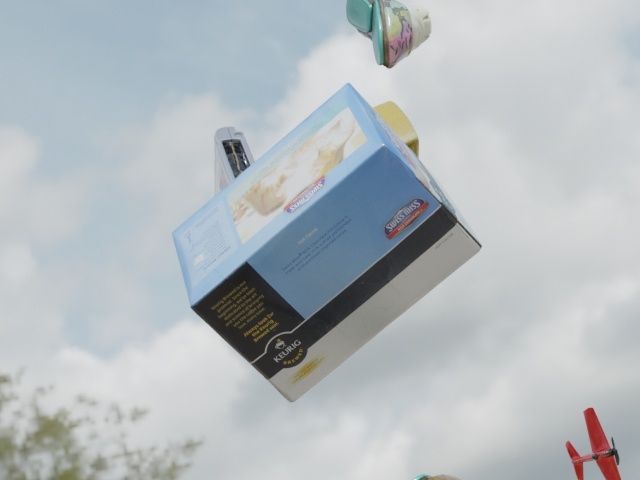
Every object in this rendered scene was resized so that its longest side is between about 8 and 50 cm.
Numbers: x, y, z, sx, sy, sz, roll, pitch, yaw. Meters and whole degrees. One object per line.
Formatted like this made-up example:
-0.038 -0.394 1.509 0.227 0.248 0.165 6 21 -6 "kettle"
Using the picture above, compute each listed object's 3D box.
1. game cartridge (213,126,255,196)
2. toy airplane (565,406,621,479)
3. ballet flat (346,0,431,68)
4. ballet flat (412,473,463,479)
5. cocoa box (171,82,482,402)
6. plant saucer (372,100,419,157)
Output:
-0.125 -0.035 2.337 0.060 0.294 0.196 -7 -63 -9 "game cartridge"
0.427 0.336 2.341 0.028 0.151 0.151 -16 -23 -20 "toy airplane"
0.087 -0.259 1.779 0.079 0.221 0.077 -2 -69 -9 "ballet flat"
0.216 0.378 1.963 0.116 0.124 0.342 -57 -29 0 "ballet flat"
0.000 0.000 2.077 0.347 0.231 0.228 -40 -62 9 "cocoa box"
0.086 -0.048 2.575 0.081 0.333 0.333 10 19 26 "plant saucer"
